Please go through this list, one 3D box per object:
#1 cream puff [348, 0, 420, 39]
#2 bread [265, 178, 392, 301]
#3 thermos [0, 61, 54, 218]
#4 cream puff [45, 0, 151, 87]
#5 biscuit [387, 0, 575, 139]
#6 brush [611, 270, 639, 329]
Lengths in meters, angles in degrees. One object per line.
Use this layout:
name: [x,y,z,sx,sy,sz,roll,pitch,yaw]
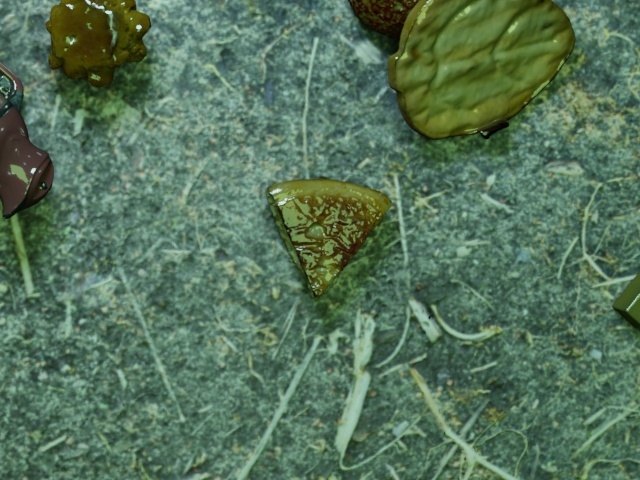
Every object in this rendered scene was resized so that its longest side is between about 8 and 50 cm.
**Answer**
cream puff: [0.104,-0.310,1.788,0.149,0.084,0.149,-1,95,-13]
bread: [-0.010,-0.023,1.794,0.136,0.054,0.154,36,80,-13]
thermos: [-0.429,-0.165,1.681,0.330,0.136,0.109,43,112,-11]
cream puff: [-0.254,-0.236,1.716,0.122,0.094,0.116,-29,95,14]
biscuit: [0.195,-0.221,1.803,0.260,0.041,0.203,-14,117,-24]
brush: [0.481,0.026,1.903,0.103,0.047,0.233,39,84,-11]
